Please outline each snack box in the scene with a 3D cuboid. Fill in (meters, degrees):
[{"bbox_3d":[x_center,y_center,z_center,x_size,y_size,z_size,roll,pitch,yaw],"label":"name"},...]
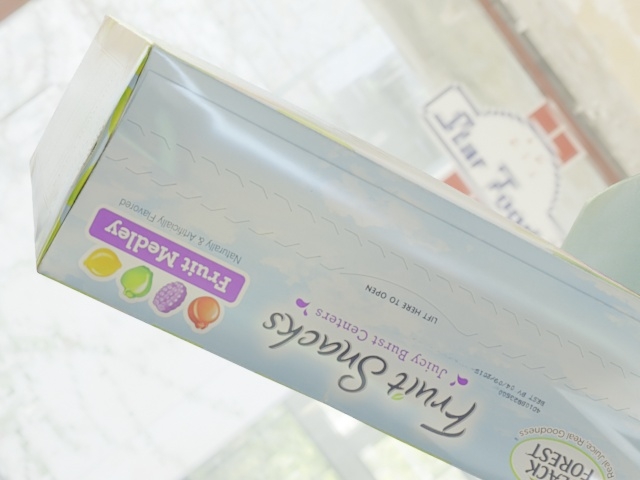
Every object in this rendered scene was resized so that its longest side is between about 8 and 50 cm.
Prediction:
[{"bbox_3d":[0.000,0.000,0.497,0.174,0.070,0.207,27,3,-13],"label":"snack box"}]

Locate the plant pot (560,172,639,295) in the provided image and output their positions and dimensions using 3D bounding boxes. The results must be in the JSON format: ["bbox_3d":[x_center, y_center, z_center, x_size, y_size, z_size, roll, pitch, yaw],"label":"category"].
[{"bbox_3d":[0.269,0.046,1.101,0.165,0.166,0.234,37,-16,-27],"label":"plant pot"}]
